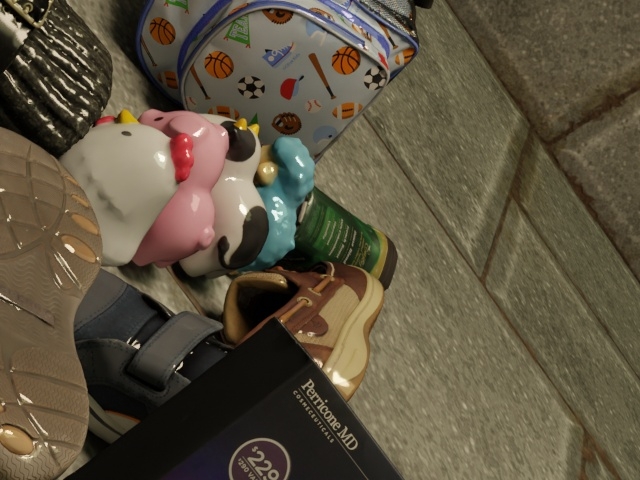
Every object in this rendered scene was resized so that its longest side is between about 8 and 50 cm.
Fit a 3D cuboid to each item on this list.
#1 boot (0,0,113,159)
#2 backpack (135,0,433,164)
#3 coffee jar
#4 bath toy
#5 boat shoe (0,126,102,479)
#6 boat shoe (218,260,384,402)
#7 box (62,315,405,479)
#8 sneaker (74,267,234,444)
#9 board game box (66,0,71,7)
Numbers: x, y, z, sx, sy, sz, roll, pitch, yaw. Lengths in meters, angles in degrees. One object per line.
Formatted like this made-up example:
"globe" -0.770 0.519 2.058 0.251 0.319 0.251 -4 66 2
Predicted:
"boot" -0.281 -0.139 1.016 0.260 0.131 0.348 62 30 -29
"backpack" -0.059 -0.211 1.478 0.263 0.276 0.213 36 25 -17
"coffee jar" 0.000 0.000 1.489 0.184 0.096 0.079 32 71 -48
"bath toy" -0.113 -0.052 1.235 0.151 0.129 0.348 62 17 11
"boat shoe" -0.220 0.045 0.905 0.123 0.116 0.324 37 26 -27
"boat shoe" -0.028 0.069 1.288 0.123 0.123 0.342 40 16 -7
"box" -0.017 0.213 0.945 0.261 0.184 0.103 54 -7 -21
"sneaker" -0.079 0.120 1.052 0.321 0.127 0.126 47 34 -7
"board game box" -0.275 -0.249 1.221 0.124 0.039 0.259 -85 153 -59
